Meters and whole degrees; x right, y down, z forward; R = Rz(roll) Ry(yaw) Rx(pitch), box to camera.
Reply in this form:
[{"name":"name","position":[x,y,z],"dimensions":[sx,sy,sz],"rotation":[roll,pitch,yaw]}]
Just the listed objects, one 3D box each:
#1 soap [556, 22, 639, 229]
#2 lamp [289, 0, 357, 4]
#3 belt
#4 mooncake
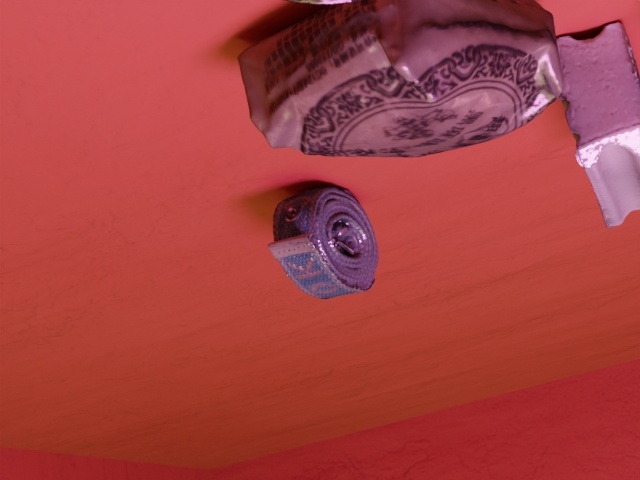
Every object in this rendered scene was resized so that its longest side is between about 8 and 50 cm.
[{"name":"soap","position":[0.322,-0.123,1.759],"dimensions":[0.094,0.150,0.261],"rotation":[-18,161,11]},{"name":"lamp","position":[0.001,-0.276,1.015],"dimensions":[0.247,0.247,0.247],"rotation":[-8,163,-2]},{"name":"belt","position":[0.004,0.003,2.023],"dimensions":[0.082,0.148,0.163],"rotation":[-14,134,26]},{"name":"mooncake","position":[0.081,-0.156,1.562],"dimensions":[0.250,0.136,0.254],"rotation":[2,160,-41]}]
